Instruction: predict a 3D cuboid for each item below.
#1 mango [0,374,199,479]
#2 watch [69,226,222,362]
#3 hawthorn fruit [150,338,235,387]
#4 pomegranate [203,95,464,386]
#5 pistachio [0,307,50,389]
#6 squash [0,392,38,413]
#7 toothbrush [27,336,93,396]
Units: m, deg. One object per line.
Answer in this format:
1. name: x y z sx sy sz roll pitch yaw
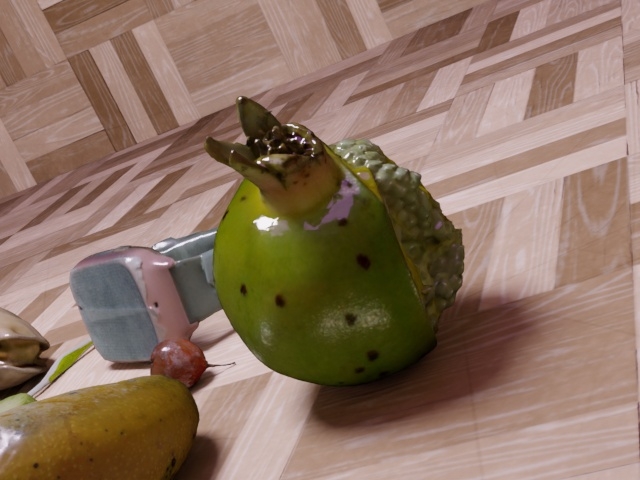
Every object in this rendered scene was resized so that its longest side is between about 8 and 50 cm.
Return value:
1. mango: -0.237 0.224 1.001 0.329 0.175 0.176 -16 29 -41
2. watch: -0.188 0.050 1.469 0.253 0.162 0.241 -8 17 44
3. hawthorn fruit: -0.156 0.153 1.276 0.103 0.067 0.067 7 20 1
4. pomegranate: 0.000 0.000 1.051 0.260 0.340 0.260 -22 40 20
5. pistachio: -0.487 0.163 1.589 0.152 0.126 0.223 10 -8 -26
6. squash: -0.334 0.245 1.142 0.170 0.123 0.170 -27 11 6
7. toothbrush: -0.367 0.175 1.556 0.026 0.022 0.263 6 34 40
